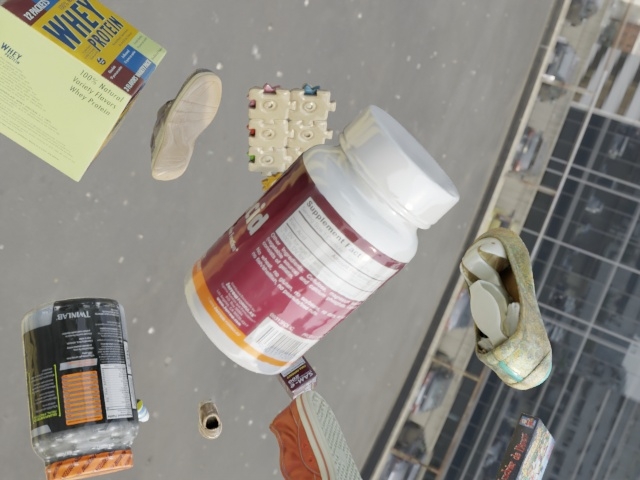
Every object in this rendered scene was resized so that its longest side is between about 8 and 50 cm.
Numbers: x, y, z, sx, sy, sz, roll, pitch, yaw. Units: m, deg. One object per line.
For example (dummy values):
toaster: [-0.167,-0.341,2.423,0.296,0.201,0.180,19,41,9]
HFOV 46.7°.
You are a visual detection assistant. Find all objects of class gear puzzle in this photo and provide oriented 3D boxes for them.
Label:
gear puzzle: [-0.068,-0.205,1.563,0.339,0.175,0.044,98,-10,-54]

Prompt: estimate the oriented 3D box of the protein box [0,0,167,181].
protein box: [-0.371,-0.235,1.072,0.201,0.200,0.136,-43,-161,40]

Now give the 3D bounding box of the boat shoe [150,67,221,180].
boat shoe: [-0.294,-0.250,1.538,0.103,0.092,0.285,-7,143,-38]

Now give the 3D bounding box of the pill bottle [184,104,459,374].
pill bottle: [0.000,0.000,1.110,0.392,0.224,0.224,-43,166,17]

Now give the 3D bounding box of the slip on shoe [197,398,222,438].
slip on shoe: [-0.236,0.396,1.601,0.051,0.041,0.135,-15,136,-20]

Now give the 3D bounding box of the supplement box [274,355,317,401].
supplement box: [-0.103,0.245,1.704,0.073,0.239,0.130,-33,163,-13]

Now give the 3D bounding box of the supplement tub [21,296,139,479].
supplement tub: [-0.478,0.297,1.483,0.207,0.207,0.338,40,36,-69]

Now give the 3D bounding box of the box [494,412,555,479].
box: [0.432,0.510,1.600,0.233,0.044,0.159,-62,141,-18]

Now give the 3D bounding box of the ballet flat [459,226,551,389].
ballet flat: [0.275,0.076,1.171,0.348,0.123,0.123,-90,-176,-50]

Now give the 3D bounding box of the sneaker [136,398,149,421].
sneaker: [-0.496,0.435,1.896,0.053,0.144,0.059,-58,132,-31]

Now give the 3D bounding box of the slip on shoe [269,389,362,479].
slip on shoe: [0.004,0.378,1.081,0.101,0.331,0.123,-34,138,12]
